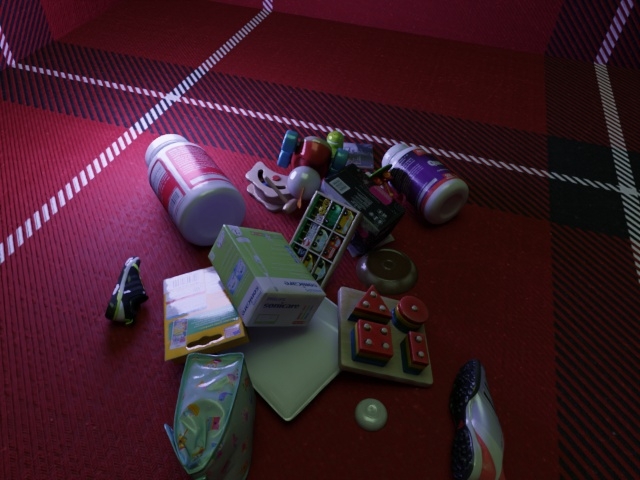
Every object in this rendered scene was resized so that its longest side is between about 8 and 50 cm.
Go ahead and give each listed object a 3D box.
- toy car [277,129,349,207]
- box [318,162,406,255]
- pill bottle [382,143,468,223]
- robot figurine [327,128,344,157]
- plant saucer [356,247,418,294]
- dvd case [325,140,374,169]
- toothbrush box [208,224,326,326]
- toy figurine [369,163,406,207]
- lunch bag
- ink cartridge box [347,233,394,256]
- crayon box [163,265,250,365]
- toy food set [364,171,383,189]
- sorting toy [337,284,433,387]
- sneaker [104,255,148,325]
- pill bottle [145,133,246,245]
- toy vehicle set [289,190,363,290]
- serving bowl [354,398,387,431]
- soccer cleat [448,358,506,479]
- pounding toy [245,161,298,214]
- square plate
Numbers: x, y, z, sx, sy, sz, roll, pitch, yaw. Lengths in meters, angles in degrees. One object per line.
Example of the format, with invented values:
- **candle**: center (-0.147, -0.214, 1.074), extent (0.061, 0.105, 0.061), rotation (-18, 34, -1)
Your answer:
- **toy car**: center (-0.051, -0.207, 1.655), extent (0.219, 0.210, 0.238), rotation (19, 67, -6)
- **box**: center (0.121, -0.102, 1.613), extent (0.247, 0.142, 0.163), rotation (43, 51, 14)
- **pill bottle**: center (0.365, -0.216, 1.777), extent (0.181, 0.182, 0.323), rotation (-21, 50, -23)
- **robot figurine**: center (0.058, -0.383, 1.949), extent (0.067, 0.115, 0.101), rotation (14, 45, 12)
- **plant saucer**: center (0.215, 0.086, 1.566), extent (0.198, 0.036, 0.199), rotation (2, 44, -2)
- **dvd case**: center (0.105, -0.350, 2.015), extent (0.221, 0.018, 0.165), rotation (3, 45, 0)
- **toothbrush box**: center (-0.151, 0.095, 1.347), extent (0.206, 0.122, 0.283), rotation (8, 31, -43)
- **toy figurine**: center (0.223, -0.157, 1.722), extent (0.173, 0.130, 0.159), rotation (-30, 82, -21)
- **lunch bag**: center (-0.232, 0.413, 1.074), extent (0.160, 0.223, 0.262), rotation (-1, 46, 4)
- **ink cartridge box**: center (0.122, -0.051, 1.705), extent (0.181, 0.056, 0.225), rotation (-21, 68, -23)
- **crayon box**: center (-0.311, 0.203, 1.325), extent (0.203, 0.083, 0.323), rotation (-16, 35, -7)
- **toy food set**: center (0.136, -0.215, 1.865), extent (0.192, 0.039, 0.132), rotation (-21, 49, -22)
- **sorting toy**: center (0.182, 0.236, 1.321), extent (0.257, 0.089, 0.256), rotation (15, 43, -13)
- **sneaker**: center (-0.551, 0.152, 1.443), extent (0.097, 0.084, 0.235), rotation (20, 43, -18)
- **pill bottle**: center (-0.440, -0.186, 1.667), extent (0.229, 0.229, 0.408), rotation (-23, 50, -24)
- **toy vehicle set**: center (0.000, 0.000, 1.519), extent (0.166, 0.035, 0.267), rotation (28, 92, 24)
- **serving bowl**: center (0.126, 0.427, 1.220), extent (0.083, 0.027, 0.083), rotation (2, 44, -2)
- **soccer cleat**: center (0.385, 0.437, 1.187), extent (0.116, 0.109, 0.318), rotation (25, 43, -7)
- **pounding toy**: center (-0.148, -0.207, 1.758), extent (0.154, 0.155, 0.269), rotation (-34, 58, -29)
- **square plate**: center (-0.085, 0.273, 1.349), extent (0.347, 0.049, 0.344), rotation (35, 53, 28)
